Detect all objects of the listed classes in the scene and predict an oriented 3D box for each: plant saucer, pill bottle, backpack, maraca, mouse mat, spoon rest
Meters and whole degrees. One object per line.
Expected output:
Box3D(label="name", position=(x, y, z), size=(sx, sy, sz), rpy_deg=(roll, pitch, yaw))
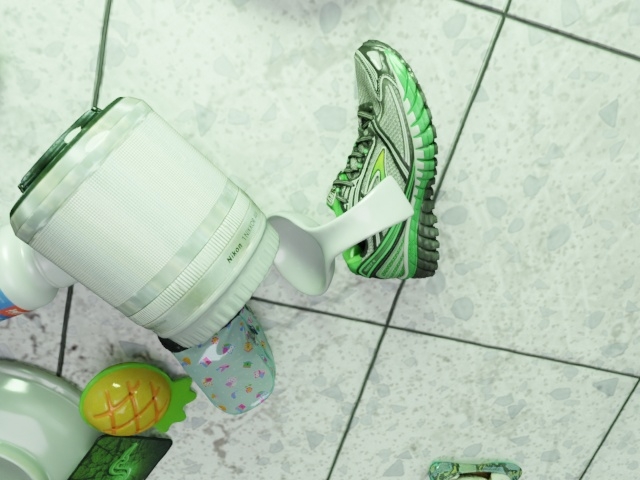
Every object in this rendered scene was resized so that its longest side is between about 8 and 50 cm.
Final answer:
Box3D(label="plant saucer", position=(-0.545, 0.385, 0.914), size=(0.400, 0.100, 0.400), rpy_deg=(-2, 114, -4))
Box3D(label="pill bottle", position=(-0.443, 0.048, 0.764), size=(0.221, 0.124, 0.124), rpy_deg=(-19, 114, 4))
Box3D(label="backpack", position=(-0.147, 0.174, 0.855), size=(0.152, 0.115, 0.182), rpy_deg=(-28, 116, 4))
Box3D(label="maraca", position=(-0.287, 0.255, 0.887), size=(0.186, 0.099, 0.127), rpy_deg=(22, 101, -38))
Box3D(label="mouse mat", position=(-0.354, 0.401, 0.937), size=(0.189, 0.007, 0.152), rpy_deg=(-52, 139, 8))
Box3D(label="spoon rest", position=(0.000, 0.000, 0.742), size=(0.137, 0.084, 0.276), rpy_deg=(57, 143, -2))

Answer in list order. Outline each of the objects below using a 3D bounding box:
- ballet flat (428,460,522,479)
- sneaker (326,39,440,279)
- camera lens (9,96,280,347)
Box3D(label="ballet flat", position=(0.298, 0.456, 1.048), size=(0.188, 0.070, 0.070), rpy_deg=(2, 113, -7))
Box3D(label="sneaker", position=(0.078, -0.090, 0.753), size=(0.146, 0.134, 0.343), rpy_deg=(-8, 114, -1))
Box3D(label="camera lens", position=(-0.216, -0.023, 0.704), size=(0.219, 0.219, 0.274), rpy_deg=(-43, 110, 12))
